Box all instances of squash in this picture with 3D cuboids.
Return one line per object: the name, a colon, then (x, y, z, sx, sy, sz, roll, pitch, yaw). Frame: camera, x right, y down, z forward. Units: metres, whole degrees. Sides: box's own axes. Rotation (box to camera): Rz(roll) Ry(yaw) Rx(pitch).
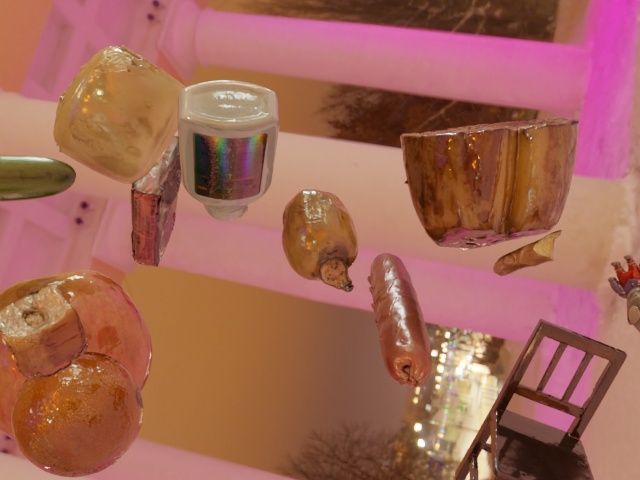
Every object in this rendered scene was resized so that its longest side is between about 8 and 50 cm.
squash: (-0.576, -0.108, 1.117, 0.293, 0.082, 0.082, -6, -69, -41)

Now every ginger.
ginger: (0.345, 0.027, 1.072, 0.044, 0.137, 0.057, 55, -145, -9)

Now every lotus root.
lotus root: (0.314, -0.108, 1.163, 0.316, 0.317, 0.249, -10, -84, -77)
lotus root: (0.000, 0.000, 1.103, 0.118, 0.125, 0.220, 35, -150, -43)

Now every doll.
doll: (0.699, 0.139, 1.380, 0.075, 0.102, 0.227, 5, -121, -41)

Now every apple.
apple: (-0.551, 0.234, 1.371, 0.364, 0.364, 0.363, 11, -90, -78)

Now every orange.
orange: (-0.380, 0.269, 1.020, 0.206, 0.206, 0.205, 11, -90, -78)

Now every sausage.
sausage: (0.132, 0.116, 1.127, 0.433, 0.088, 0.087, -94, 10, -68)

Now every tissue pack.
tissue pack: (-0.452, -0.107, 1.784, 0.332, 0.123, 0.244, 112, 165, -51)

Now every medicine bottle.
medicine bottle: (-0.123, -0.108, 0.853, 0.229, 0.121, 0.083, 108, 158, -61)

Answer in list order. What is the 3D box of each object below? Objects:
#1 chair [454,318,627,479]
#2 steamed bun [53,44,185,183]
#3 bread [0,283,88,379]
chair: (0.417, 0.401, 1.205, 0.240, 0.203, 0.415, -62, -9, -65)
steamed bun: (-0.422, -0.254, 1.342, 0.273, 0.232, 0.166, -53, 26, 6)
bread: (-0.309, 0.102, 0.717, 0.083, 0.076, 0.070, -31, -28, -26)
